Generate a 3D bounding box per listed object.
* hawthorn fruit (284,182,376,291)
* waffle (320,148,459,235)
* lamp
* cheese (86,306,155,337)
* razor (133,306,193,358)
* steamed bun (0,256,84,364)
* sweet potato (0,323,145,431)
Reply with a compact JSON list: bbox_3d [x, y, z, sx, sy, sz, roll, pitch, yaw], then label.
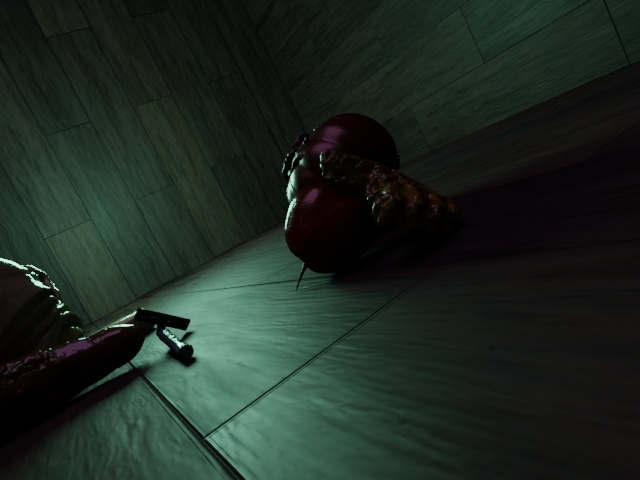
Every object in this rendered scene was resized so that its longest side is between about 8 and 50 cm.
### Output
[{"bbox_3d":[0.004,-0.016,0.618,0.140,0.125,0.125,-27,6,-4],"label":"hawthorn fruit"},{"bbox_3d":[0.080,-0.063,0.566,0.149,0.051,0.194,9,23,-42],"label":"waffle"},{"bbox_3d":[0.033,-0.106,0.799,0.226,0.227,0.227,-26,6,3],"label":"lamp"},{"bbox_3d":[-0.471,0.220,0.963,0.255,0.050,0.127,-30,7,-29],"label":"cheese"},{"bbox_3d":[-0.206,0.133,0.643,0.084,0.036,0.211,17,-4,-26],"label":"razor"},{"bbox_3d":[-0.519,0.179,0.763,0.276,0.203,0.289,-43,-17,-49],"label":"steamed bun"},{"bbox_3d":[-0.416,0.206,0.636,0.354,0.095,0.106,-33,52,-25],"label":"sweet potato"}]
